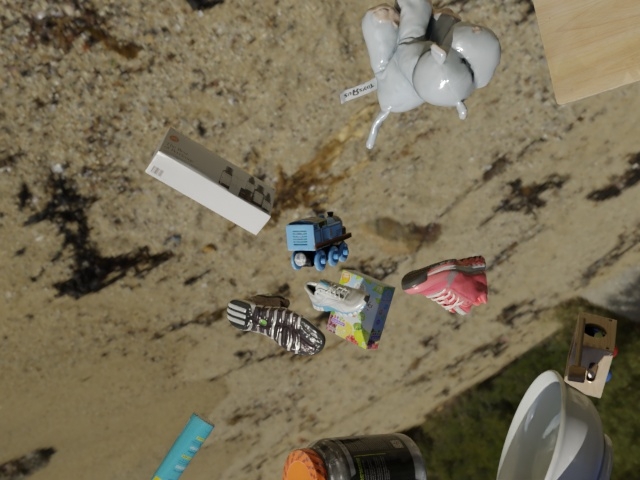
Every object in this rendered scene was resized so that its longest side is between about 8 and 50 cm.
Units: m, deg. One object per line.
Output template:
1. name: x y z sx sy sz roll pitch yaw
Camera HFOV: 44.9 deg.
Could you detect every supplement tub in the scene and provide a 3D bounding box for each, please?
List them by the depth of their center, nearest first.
1. supplement tub: 0.087 0.607 1.986 0.338 0.207 0.207 6 141 -33

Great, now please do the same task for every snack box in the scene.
1. snack box: 0.124 0.214 2.433 0.070 0.174 0.207 8 100 -50

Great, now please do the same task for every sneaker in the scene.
1. sneaker: 0.031 0.128 1.835 0.191 0.083 0.071 -1 -134 44
2. sneaker: 0.324 0.118 1.891 0.314 0.136 0.116 -6 167 -46
3. sneaker: -0.089 0.197 2.019 0.162 0.281 0.106 -27 134 -61

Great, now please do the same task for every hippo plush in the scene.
1. hippo plush: 0.192 -0.342 1.435 0.294 0.234 0.236 -36 -160 -12

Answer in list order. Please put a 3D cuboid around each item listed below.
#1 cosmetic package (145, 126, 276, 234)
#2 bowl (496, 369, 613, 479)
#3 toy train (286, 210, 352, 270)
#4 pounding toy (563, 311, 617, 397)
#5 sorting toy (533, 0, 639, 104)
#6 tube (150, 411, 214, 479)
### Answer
1. cosmetic package: -0.202 -0.113 1.463 0.060 0.239 0.099 -50 -160 30
2. bowl: 0.432 0.393 1.394 0.298 0.134 0.297 19 90 -88
3. toy train: 0.000 0.000 1.570 0.080 0.105 0.184 2 -169 29
4. pounding toy: 0.580 0.244 1.642 0.206 0.094 0.181 -51 150 -55
5. sorting toy: 0.580 -0.427 1.539 0.257 0.255 0.089 -14 176 36
6. tube: -0.293 0.447 1.563 0.207 0.052 0.080 -56 144 -6
